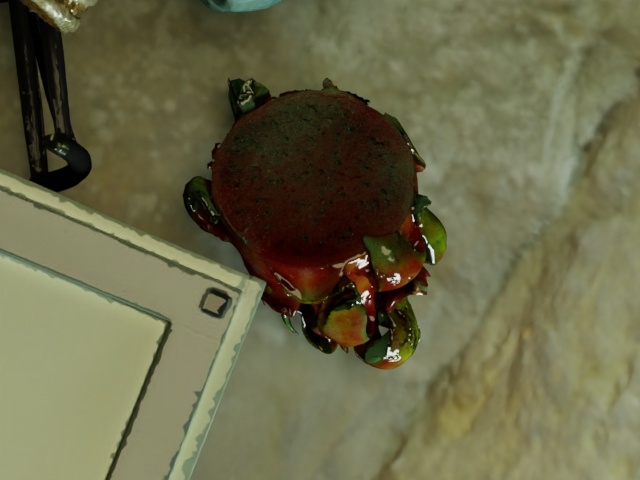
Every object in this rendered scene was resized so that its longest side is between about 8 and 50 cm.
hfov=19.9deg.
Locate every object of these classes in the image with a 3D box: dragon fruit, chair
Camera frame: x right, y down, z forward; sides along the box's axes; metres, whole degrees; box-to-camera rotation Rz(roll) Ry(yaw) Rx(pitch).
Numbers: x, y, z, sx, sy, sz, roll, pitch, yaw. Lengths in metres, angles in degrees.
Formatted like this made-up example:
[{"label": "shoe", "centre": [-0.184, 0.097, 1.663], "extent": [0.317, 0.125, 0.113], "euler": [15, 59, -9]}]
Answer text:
[{"label": "dragon fruit", "centre": [0.000, 0.000, 1.014], "extent": [0.138, 0.142, 0.175], "euler": [-11, 120, 10]}, {"label": "chair", "centre": [-0.208, -0.151, 0.953], "extent": [0.141, 0.154, 0.260], "euler": [-7, 85, -14]}]

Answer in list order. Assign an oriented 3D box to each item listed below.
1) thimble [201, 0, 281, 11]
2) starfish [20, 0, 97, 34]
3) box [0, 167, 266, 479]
[{"label": "thimble", "centre": [-0.048, -0.238, 0.978], "extent": [0.143, 0.198, 0.235], "euler": [-31, 61, -13]}, {"label": "starfish", "centre": [-0.167, -0.186, 0.851], "extent": [0.146, 0.074, 0.190], "euler": [8, 80, -13]}, {"label": "box", "centre": [-0.179, 0.083, 0.955], "extent": [0.225, 0.117, 0.225], "euler": [23, 80, -11]}]
